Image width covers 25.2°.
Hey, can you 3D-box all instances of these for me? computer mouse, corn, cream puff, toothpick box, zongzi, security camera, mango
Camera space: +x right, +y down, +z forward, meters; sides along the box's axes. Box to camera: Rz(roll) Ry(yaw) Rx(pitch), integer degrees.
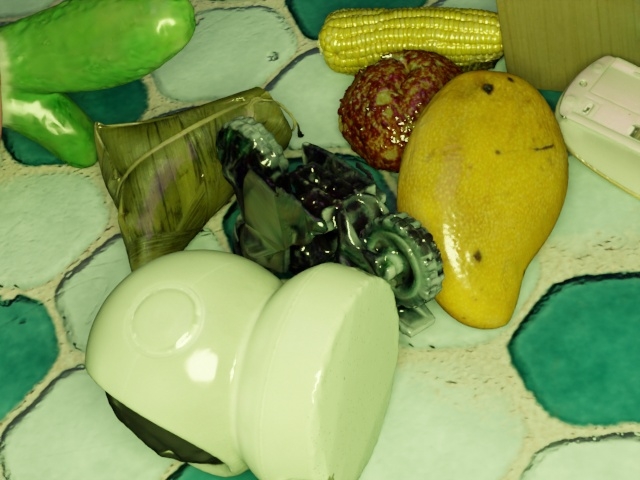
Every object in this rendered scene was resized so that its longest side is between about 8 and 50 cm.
[{"bbox_3d":[0.335,-0.087,1.323,0.245,0.056,0.126,29,62,23],"label":"computer mouse"},{"bbox_3d":[0.096,-0.209,1.496,0.203,0.072,0.072,0,47,13],"label":"corn"},{"bbox_3d":[0.084,-0.135,1.419,0.149,0.084,0.149,-7,44,6],"label":"cream puff"},{"bbox_3d":[0.295,-0.310,1.475,0.190,0.187,0.308,9,53,20],"label":"toothpick box"},{"bbox_3d":[-0.102,-0.048,1.375,0.204,0.094,0.204,-17,49,-3],"label":"zongzi"},{"bbox_3d":[-0.073,0.097,1.156,0.236,0.195,0.195,11,50,19],"label":"security camera"},{"bbox_3d":[0.149,-0.048,1.286,0.157,0.109,0.262,23,52,-19],"label":"mango"}]

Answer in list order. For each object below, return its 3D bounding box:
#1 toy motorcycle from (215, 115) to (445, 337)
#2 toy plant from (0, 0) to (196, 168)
[{"bbox_3d":[0.000,0.000,1.262,0.106,0.159,0.270,-28,49,-34],"label":"toy motorcycle"},{"bbox_3d":[-0.334,-0.171,1.423,0.356,0.211,0.317,-6,3,-25],"label":"toy plant"}]
